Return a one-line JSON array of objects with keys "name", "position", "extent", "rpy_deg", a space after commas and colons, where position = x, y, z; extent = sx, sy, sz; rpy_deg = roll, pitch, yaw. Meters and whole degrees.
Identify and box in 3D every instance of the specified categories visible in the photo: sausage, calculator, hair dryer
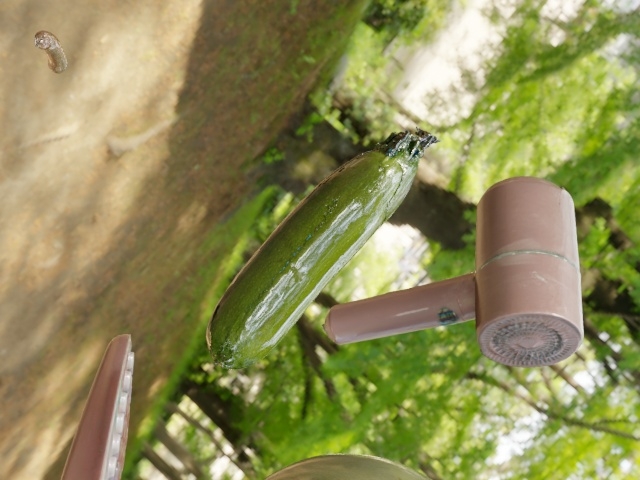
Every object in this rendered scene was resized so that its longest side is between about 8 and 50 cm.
[{"name": "sausage", "position": [-0.527, -0.370, 1.829], "extent": [0.047, 0.040, 0.177], "rpy_deg": [-37, 177, -10]}, {"name": "calculator", "position": [-0.225, 0.246, 0.931], "extent": [0.330, 0.048, 0.220], "rpy_deg": [-88, -172, -51]}, {"name": "hair dryer", "position": [0.152, 0.058, 1.190], "extent": [0.352, 0.125, 0.210], "rpy_deg": [-14, -130, 27]}]

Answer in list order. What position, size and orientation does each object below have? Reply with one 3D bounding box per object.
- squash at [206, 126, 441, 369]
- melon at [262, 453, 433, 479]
[{"name": "squash", "position": [-0.001, -0.001, 0.973], "extent": [0.331, 0.087, 0.087], "rpy_deg": [-48, 170, -6]}, {"name": "melon", "position": [0.025, 0.384, 1.086], "extent": [0.330, 0.269, 0.268], "rpy_deg": [-11, -171, 28]}]
